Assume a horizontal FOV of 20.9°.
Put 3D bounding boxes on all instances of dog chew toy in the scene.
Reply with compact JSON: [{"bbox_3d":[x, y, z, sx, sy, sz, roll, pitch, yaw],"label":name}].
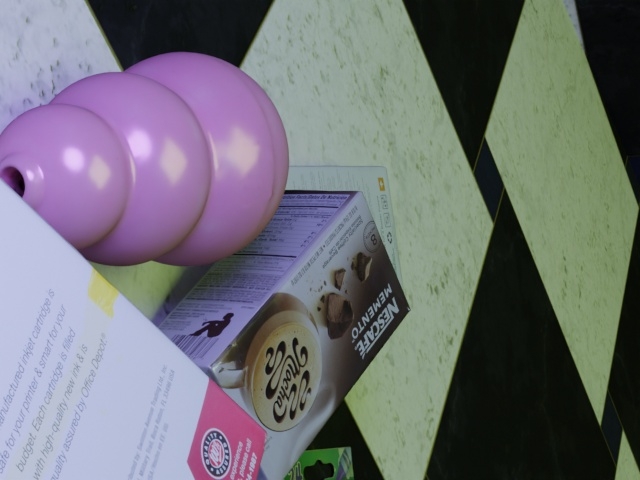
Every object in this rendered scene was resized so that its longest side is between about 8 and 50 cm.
[{"bbox_3d":[-0.175,-0.067,1.600,0.332,0.206,0.207,-14,94,-57],"label":"dog chew toy"}]

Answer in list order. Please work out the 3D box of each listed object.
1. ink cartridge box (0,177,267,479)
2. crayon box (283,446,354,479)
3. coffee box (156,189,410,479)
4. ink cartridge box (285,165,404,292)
[{"bbox_3d":[-0.239,0.158,1.315,0.385,0.160,0.279,48,38,-29],"label":"ink cartridge box"},{"bbox_3d":[0.045,0.401,2.026,0.203,0.083,0.323,9,73,-64],"label":"crayon box"},{"bbox_3d":[-0.045,0.097,1.810,0.297,0.118,0.168,-49,127,-39],"label":"coffee box"},{"bbox_3d":[0.000,0.000,2.095,0.371,0.069,0.176,-5,87,-68],"label":"ink cartridge box"}]
